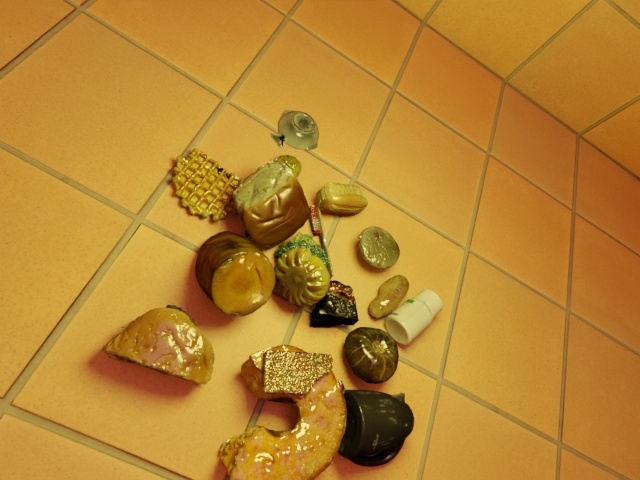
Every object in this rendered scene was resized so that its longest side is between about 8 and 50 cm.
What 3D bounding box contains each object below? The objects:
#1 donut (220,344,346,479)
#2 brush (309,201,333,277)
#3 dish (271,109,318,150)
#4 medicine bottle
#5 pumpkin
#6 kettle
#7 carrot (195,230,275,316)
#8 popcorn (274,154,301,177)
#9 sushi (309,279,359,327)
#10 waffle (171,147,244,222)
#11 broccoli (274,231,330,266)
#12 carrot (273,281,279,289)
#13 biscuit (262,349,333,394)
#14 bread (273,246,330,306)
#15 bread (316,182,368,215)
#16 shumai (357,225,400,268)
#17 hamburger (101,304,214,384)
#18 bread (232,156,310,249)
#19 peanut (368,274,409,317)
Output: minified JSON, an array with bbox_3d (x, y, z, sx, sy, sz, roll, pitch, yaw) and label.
[{"bbox_3d":[-0.116,0.580,1.300,0.377,0.163,0.436,23,60,-15],"label":"donut"},{"bbox_3d":[0.000,0.000,1.646,0.050,0.060,0.321,-8,72,-14],"label":"brush"},{"bbox_3d":[-0.097,-0.504,1.795,0.246,0.078,0.224,-34,87,-31],"label":"dish"},{"bbox_3d":[0.386,0.307,1.646,0.236,0.139,0.139,-33,85,-31],"label":"medicine bottle"},{"bbox_3d":[0.191,0.434,1.504,0.218,0.162,0.219,22,38,-18],"label":"pumpkin"},{"bbox_3d":[0.192,0.660,1.404,0.290,0.207,0.269,11,93,-31],"label":"kettle"},{"bbox_3d":[-0.297,0.110,1.377,0.241,0.340,0.242,-5,102,-24],"label":"carrot"},{"bbox_3d":[-0.137,-0.312,1.684,0.120,0.106,0.116,37,69,-6],"label":"popcorn"},{"bbox_3d":[0.053,0.235,1.523,0.172,0.153,0.151,4,59,-16],"label":"sushi"},{"bbox_3d":[-0.420,-0.211,1.542,0.283,0.065,0.310,-10,77,-25],"label":"waffle"},{"bbox_3d":[-0.066,0.045,1.567,0.219,0.194,0.194,3,66,2],"label":"broccoli"},{"bbox_3d":[-0.096,0.173,1.537,0.209,0.061,0.061,14,64,-22],"label":"carrot"},{"bbox_3d":[-0.069,0.423,1.282,0.236,0.026,0.131,11,63,-23],"label":"biscuit"},{"bbox_3d":[-0.073,0.134,1.422,0.213,0.213,0.104,52,15,2],"label":"bread"},{"bbox_3d":[0.093,-0.166,1.689,0.236,0.140,0.106,3,65,-40],"label":"bread"},{"bbox_3d":[0.226,0.039,1.694,0.201,0.120,0.202,11,62,-22],"label":"shumai"},{"bbox_3d":[-0.474,0.305,1.250,0.329,0.162,0.209,19,64,-11],"label":"hamburger"},{"bbox_3d":[-0.182,-0.124,1.502,0.279,0.250,0.225,-39,54,-16],"label":"bread"},{"bbox_3d":[0.281,0.230,1.656,0.108,0.095,0.226,26,60,32],"label":"peanut"}]
